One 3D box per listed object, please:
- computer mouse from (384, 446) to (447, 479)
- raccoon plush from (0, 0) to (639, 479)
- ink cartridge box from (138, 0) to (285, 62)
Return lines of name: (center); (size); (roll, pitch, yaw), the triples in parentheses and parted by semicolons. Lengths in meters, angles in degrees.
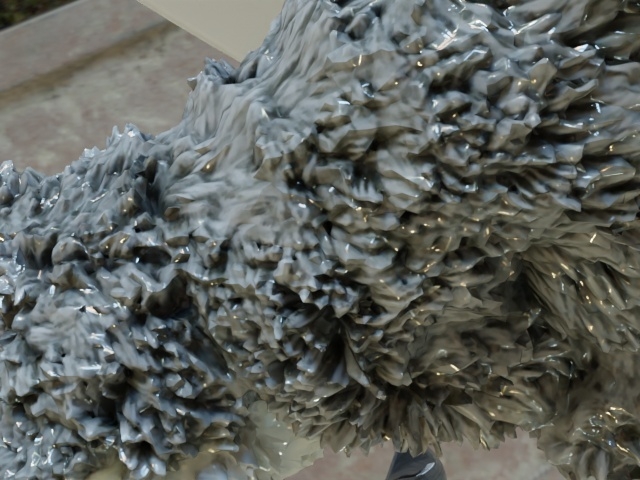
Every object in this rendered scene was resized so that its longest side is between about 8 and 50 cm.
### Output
computer mouse: (0.069, 0.289, 1.198); (0.060, 0.262, 0.184); (14, 101, 9)
raccoon plush: (-0.015, -0.064, 0.467); (0.299, 0.216, 0.446); (-9, 132, -8)
ink cartridge box: (-0.009, -0.276, 0.810); (0.117, 0.201, 0.278); (28, 47, -29)
